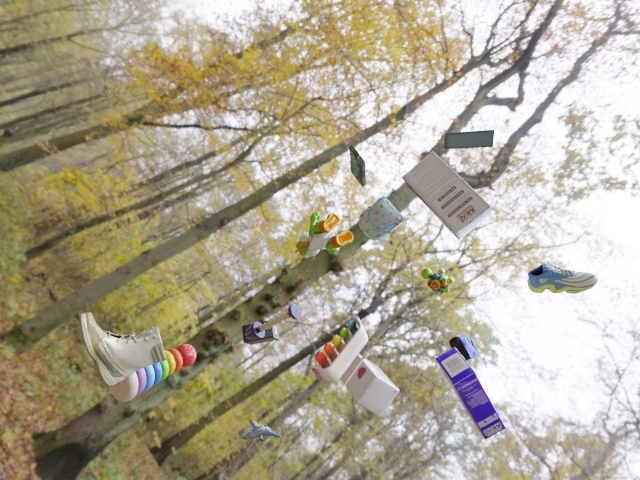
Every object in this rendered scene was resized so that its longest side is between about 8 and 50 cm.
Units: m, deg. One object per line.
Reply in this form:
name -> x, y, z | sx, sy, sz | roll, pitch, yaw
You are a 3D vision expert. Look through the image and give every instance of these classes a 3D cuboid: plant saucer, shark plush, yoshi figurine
plant saucer -> 0.581, -0.393, 1.581 | 0.192, 0.018, 0.067 | 7, -86, 38
shark plush -> -0.252, 0.838, 1.740 | 0.162, 0.067, 0.073 | 15, -58, -1
yoshi figurine -> 0.013, -0.021, 1.927 | 0.362, 0.203, 0.203 | -26, -124, 57

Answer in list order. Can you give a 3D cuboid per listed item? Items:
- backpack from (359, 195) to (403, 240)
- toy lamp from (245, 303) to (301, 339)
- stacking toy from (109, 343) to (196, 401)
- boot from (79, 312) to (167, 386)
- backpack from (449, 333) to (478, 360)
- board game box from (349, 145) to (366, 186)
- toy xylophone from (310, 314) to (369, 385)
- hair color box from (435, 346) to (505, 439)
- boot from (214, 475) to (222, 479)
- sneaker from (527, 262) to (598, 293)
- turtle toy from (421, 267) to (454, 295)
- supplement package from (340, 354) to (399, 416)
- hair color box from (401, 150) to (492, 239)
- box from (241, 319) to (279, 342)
backpack -> 0.275, -0.097, 1.896 | 0.165, 0.188, 0.144 | 51, 5, 8
toy lamp -> -0.212, 0.361, 1.750 | 0.275, 0.080, 0.080 | -28, -87, 24
stacking toy -> -0.593, 0.458, 1.484 | 0.141, 0.330, 0.141 | 3, -83, 29
boot -> -0.502, 0.254, 1.039 | 0.077, 0.165, 0.213 | 30, -43, 60
backpack -> 0.673, 0.503, 1.905 | 0.120, 0.101, 0.098 | 62, -39, 23
board game box -> 0.190, -0.375, 2.054 | 0.126, 0.026, 0.186 | 59, -10, 32
toy xylophone -> 0.104, 0.499, 1.775 | 0.081, 0.323, 0.236 | 22, -38, 41
hair color box -> 0.623, 0.635, 1.686 | 0.338, 0.110, 0.185 | 56, 3, -19
boot -> -0.371, 0.937, 1.485 | 0.099, 0.045, 0.121 | 48, -56, 25
sneaker -> 0.919, 0.142, 1.553 | 0.240, 0.091, 0.126 | -15, -52, 33
turtle toy -> 0.449, 0.157, 1.575 | 0.130, 0.066, 0.095 | 46, -54, 25
supplement package -> 0.263, 0.786, 2.219 | 0.175, 0.177, 0.293 | 36, -3, -17
hair color box -> 0.515, -0.188, 1.668 | 0.347, 0.174, 0.105 | 55, 11, 30
box -> -0.307, 0.477, 2.092 | 0.156, 0.159, 0.093 | 76, 3, -71
